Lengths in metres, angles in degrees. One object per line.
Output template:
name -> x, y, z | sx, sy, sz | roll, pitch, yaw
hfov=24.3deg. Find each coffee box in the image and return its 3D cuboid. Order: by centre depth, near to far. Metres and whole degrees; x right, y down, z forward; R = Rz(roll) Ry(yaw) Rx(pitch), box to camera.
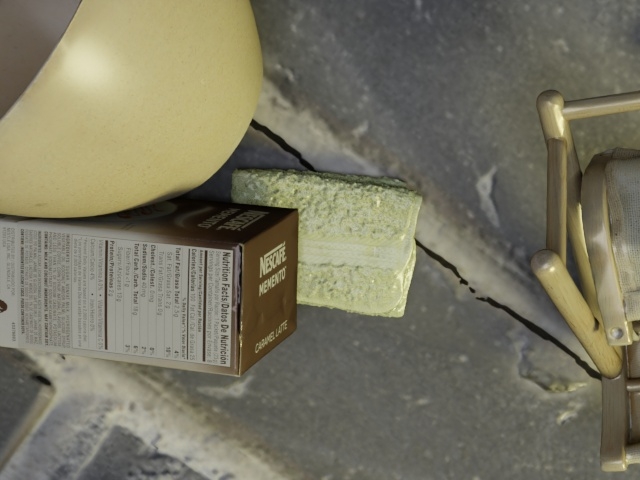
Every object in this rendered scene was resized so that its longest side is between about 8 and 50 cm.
coffee box -> -0.151, 0.023, 1.088 | 0.246, 0.141, 0.098 | 5, 103, 14

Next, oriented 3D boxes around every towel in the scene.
towel -> 0.000, 0.000, 1.137 | 0.148, 0.027, 0.110 | 7, 103, 6

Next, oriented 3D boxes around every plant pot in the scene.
plant pot -> -0.151, -0.129, 1.028 | 0.191, 0.284, 0.284 | 29, 108, -36

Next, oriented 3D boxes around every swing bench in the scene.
swing bench -> 0.293, 0.022, 1.000 | 0.253, 0.165, 0.255 | -7, 139, 20
